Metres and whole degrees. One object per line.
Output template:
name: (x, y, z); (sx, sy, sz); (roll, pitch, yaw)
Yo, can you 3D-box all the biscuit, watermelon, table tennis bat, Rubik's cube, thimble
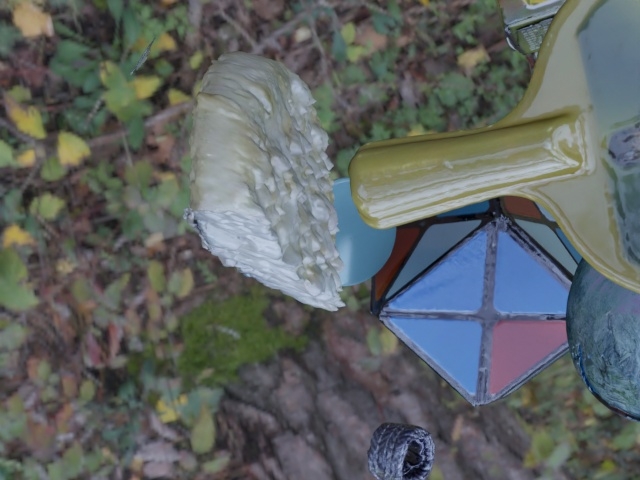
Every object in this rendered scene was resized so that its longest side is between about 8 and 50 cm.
biscuit: (-0.041, -0.049, 0.873); (0.084, 0.179, 0.281); (-4, 160, 12)
watermelon: (0.379, 0.080, 1.257); (0.188, 0.322, 0.175); (-37, 126, -20)
table tennis bat: (0.000, 0.000, 1.559); (0.244, 0.040, 0.153); (-17, 106, -26)
Rubik's cube: (0.238, 0.047, 1.655); (0.248, 0.250, 0.246); (41, 114, -20)
table tennis bat: (0.159, -0.056, 0.609); (0.321, 0.198, 0.050); (-10, 175, 30)
thimble: (0.124, 0.323, 1.731); (0.104, 0.066, 0.095); (-10, 105, -49)

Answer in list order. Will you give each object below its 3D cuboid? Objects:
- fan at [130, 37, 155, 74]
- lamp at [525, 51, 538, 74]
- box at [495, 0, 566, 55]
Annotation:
fan: (-0.277, -0.278, 1.758); (0.004, 0.083, 0.056); (31, 135, -6)
lamp: (0.499, -0.352, 2.165); (0.223, 0.215, 0.151); (-54, 178, -18)
box: (0.434, -0.519, 1.671); (0.420, 0.373, 0.138); (-15, 169, 18)
